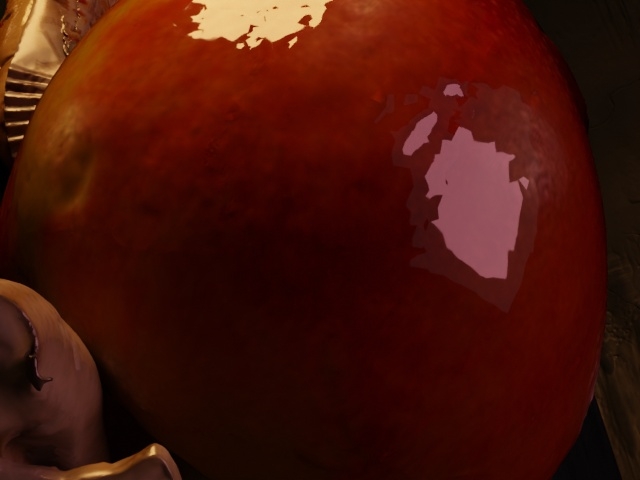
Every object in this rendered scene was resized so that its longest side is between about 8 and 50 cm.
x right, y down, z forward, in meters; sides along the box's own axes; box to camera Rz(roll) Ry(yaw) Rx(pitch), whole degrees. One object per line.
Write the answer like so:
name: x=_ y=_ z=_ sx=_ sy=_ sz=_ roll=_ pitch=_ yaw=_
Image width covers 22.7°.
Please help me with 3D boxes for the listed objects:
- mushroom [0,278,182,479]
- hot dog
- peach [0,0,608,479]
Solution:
mushroom: x=-0.132 y=0.139 z=0.775 sx=0.151 sy=0.156 sz=0.286 roll=-100 pitch=176 yaw=-74
hot dog: x=-0.176 y=-0.118 z=1.100 sx=0.253 sy=0.069 sz=0.131 roll=-88 pitch=161 yaw=-50
peach: x=0.000 y=0.000 z=0.935 sx=0.388 sy=0.388 sz=0.388 roll=58 pitch=19 yaw=-33
